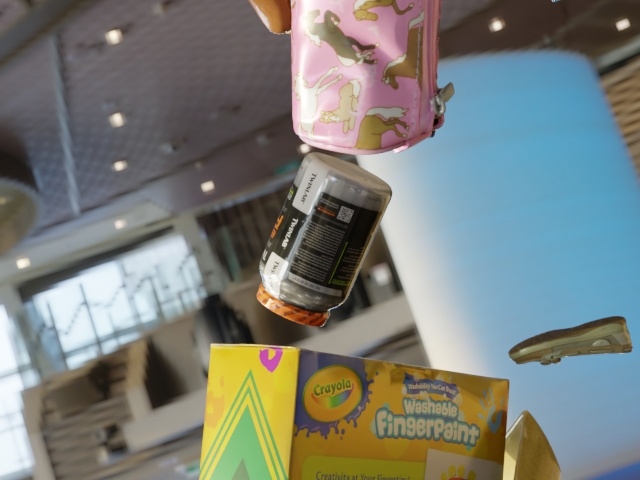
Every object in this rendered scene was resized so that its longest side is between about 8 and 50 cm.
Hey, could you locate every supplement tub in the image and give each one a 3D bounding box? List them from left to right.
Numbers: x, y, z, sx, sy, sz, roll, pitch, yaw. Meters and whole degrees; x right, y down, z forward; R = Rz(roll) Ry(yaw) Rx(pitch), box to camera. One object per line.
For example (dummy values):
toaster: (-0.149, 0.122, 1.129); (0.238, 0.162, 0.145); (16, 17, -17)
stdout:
supplement tub: (0.000, 0.000, 1.802); (0.117, 0.117, 0.190); (4, -67, -61)

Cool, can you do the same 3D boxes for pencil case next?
pencil case: (0.054, -0.285, 1.519); (0.167, 0.386, 0.160); (-1, 15, -6)

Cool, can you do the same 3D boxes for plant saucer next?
plant saucer: (0.246, 0.453, 2.086); (0.081, 0.332, 0.333); (17, -34, -3)

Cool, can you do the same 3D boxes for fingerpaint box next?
fingerpaint box: (0.045, 0.337, 1.922); (0.163, 0.371, 0.445); (-1, -9, 41)

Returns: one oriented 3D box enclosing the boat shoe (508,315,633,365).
boat shoe: (0.313, 0.136, 1.882); (0.153, 0.048, 0.056); (-16, 7, 6)

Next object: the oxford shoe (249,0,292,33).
oxford shoe: (-0.099, -0.309, 1.667); (0.076, 0.212, 0.076); (-46, 23, -26)
